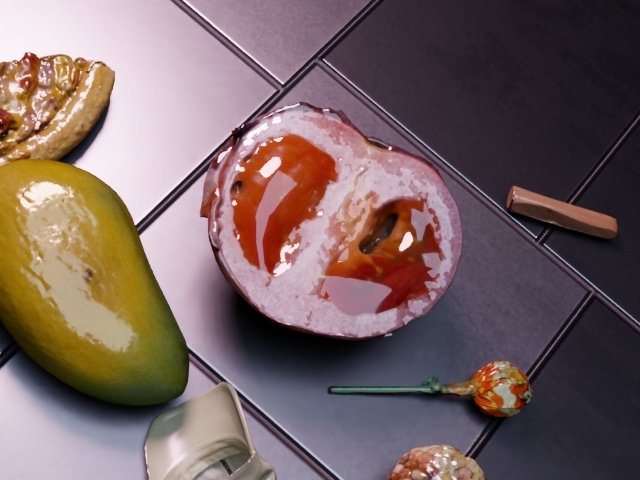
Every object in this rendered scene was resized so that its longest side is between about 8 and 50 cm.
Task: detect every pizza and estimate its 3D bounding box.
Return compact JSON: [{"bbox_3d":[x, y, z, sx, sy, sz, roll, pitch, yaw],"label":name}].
[{"bbox_3d":[-0.290,-0.105,1.147,0.246,0.058,0.127,-11,68,-23],"label":"pizza"}]

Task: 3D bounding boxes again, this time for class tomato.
[{"bbox_3d":[0.000,0.000,1.154,0.228,0.112,0.199,32,68,-1],"label":"tomato"}]

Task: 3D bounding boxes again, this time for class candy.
[{"bbox_3d":[0.099,0.132,1.166,0.184,0.049,0.056,2,35,-9],"label":"candy"}]

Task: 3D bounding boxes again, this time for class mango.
[{"bbox_3d":[-0.204,0.038,1.086,0.137,0.091,0.238,-20,73,-21],"label":"mango"}]

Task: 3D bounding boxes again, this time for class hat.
[{"bbox_3d":[-0.094,0.200,1.062,0.122,0.081,0.166,-28,53,14],"label":"hat"}]

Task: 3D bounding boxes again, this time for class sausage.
[{"bbox_3d":[0.238,-0.026,1.285,0.116,0.026,0.026,16,62,-9],"label":"sausage"}]

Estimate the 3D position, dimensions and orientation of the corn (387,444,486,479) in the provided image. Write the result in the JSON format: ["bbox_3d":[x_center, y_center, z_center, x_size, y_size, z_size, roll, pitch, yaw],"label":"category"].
[{"bbox_3d":[0.056,0.280,1.052,0.086,0.086,0.253,29,63,-1],"label":"corn"}]
